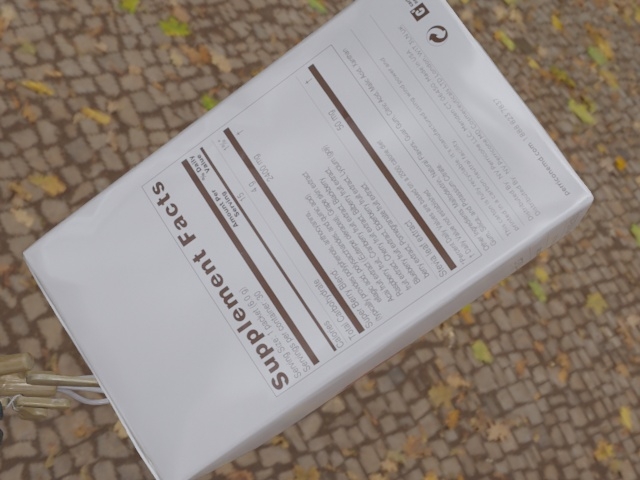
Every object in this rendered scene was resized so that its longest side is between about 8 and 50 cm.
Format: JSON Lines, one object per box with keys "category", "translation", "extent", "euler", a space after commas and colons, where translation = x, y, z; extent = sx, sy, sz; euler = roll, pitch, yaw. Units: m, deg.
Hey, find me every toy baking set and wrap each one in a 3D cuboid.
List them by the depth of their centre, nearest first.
{"category": "toy baking set", "translation": [-0.289, 0.141, 0.880], "extent": [0.197, 0.256, 0.030], "euler": [37, 43, -61]}

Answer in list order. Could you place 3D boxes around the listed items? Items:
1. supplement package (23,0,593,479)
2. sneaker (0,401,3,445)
{"category": "supplement package", "translation": [0.000, 0.000, 0.586], "extent": [0.175, 0.293, 0.177], "euler": [56, 8, 11]}
{"category": "sneaker", "translation": [-0.210, 0.116, 0.379], "extent": [0.083, 0.190, 0.071], "euler": [41, 11, 23]}
